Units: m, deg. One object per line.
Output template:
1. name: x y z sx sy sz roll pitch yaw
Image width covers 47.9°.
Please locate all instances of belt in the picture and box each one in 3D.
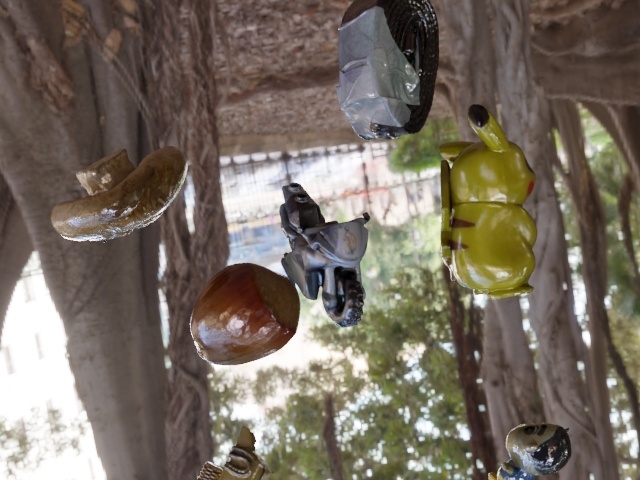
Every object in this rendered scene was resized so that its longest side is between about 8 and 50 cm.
1. belt: 0.137 -0.339 1.374 0.184 0.289 0.164 7 174 -40

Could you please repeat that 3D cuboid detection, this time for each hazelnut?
1. hazelnut: -0.131 0.139 1.312 0.186 0.210 0.210 7 -174 6

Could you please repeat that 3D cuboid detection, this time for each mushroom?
1. mushroom: -0.359 -0.088 1.345 0.286 0.156 0.151 -34 -164 -19

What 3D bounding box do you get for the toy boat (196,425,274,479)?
1. toy boat: -0.183 0.476 1.250 0.115 0.310 0.089 22 165 17

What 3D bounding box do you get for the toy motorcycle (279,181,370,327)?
1. toy motorcycle: 0.000 0.000 1.063 0.106 0.159 0.270 -10 -140 -21

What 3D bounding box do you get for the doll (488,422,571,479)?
1. doll: 0.319 0.341 1.134 0.179 0.089 0.102 -44 162 27

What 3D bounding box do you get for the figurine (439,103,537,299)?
1. figurine: 0.295 -0.060 1.298 0.169 0.326 0.218 3 179 -8
